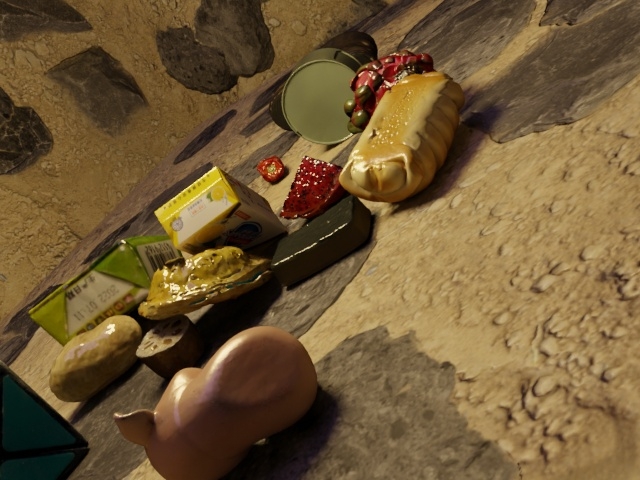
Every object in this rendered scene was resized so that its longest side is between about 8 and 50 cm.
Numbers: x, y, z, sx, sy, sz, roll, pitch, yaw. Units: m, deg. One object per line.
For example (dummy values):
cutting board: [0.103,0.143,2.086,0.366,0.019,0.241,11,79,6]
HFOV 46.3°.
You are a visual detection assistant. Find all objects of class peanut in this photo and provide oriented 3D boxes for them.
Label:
peanut: [-0.475,0.249,1.593,0.224,0.129,0.129,-35,18,-7]

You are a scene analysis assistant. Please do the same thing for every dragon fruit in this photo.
dragon fruit: [0.146,-0.314,1.644,0.272,0.198,0.218,-12,62,30]
dragon fruit: [0.000,-0.096,1.612,0.127,0.120,0.161,28,93,27]

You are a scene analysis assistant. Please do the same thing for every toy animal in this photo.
toy animal: [-0.117,0.219,0.977,0.250,0.166,0.154,-39,-10,-9]

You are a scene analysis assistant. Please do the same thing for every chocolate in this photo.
chocolate: [-0.472,0.119,1.752,0.288,0.137,0.301,-35,-4,9]

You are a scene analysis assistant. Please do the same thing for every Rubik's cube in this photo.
Rubik's cube: [-0.630,0.388,1.364,0.254,0.260,0.259,-17,31,49]

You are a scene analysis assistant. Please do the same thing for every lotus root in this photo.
lotus root: [-0.275,0.200,1.410,0.112,0.081,0.122,-27,21,26]

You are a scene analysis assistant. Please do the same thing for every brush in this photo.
brush: [0.000,0.000,1.395,0.197,0.059,0.123,-31,22,21]

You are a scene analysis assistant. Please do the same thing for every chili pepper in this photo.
chili pepper: [-0.139,-0.199,2.101,0.073,0.071,0.123,4,12,-10]

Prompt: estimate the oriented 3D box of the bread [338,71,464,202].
bread: [0.170,-0.194,1.406,0.172,0.121,0.311,0,46,38]

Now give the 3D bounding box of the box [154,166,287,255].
box: [-0.201,-0.038,1.576,0.168,0.097,0.265,-35,-21,8]

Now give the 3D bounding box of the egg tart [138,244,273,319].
egg tart: [-0.226,0.069,1.453,0.290,0.107,0.291,-20,4,2]

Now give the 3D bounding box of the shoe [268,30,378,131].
shoe: [0.012,-0.509,2.365,0.384,0.171,0.237,-30,27,21]

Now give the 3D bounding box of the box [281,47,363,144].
box: [0.018,-0.386,1.991,0.226,0.226,0.149,-31,20,21]
